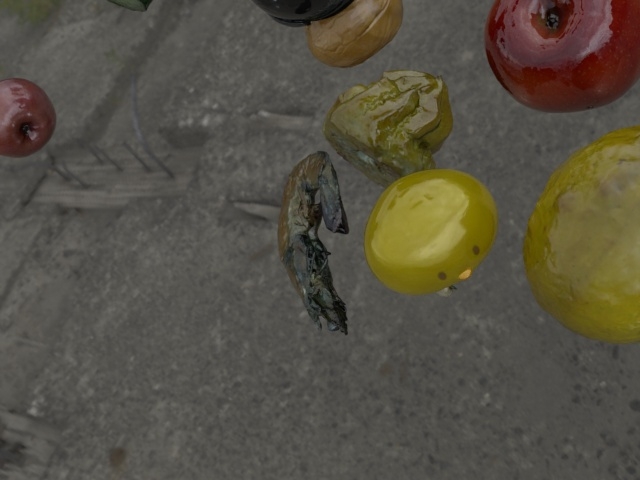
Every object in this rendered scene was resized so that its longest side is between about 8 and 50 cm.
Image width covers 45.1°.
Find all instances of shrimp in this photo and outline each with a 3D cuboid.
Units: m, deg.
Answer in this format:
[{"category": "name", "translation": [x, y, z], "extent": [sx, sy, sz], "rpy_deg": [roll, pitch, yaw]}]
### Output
[{"category": "shrimp", "translation": [0.000, 0.000, 1.533], "extent": [0.445, 0.085, 0.272], "rpy_deg": [-108, 33, -45]}]

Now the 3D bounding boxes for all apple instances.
[{"category": "apple", "translation": [0.392, -0.327, 1.226], "extent": [0.260, 0.216, 0.260], "rpy_deg": [-4, 83, 31]}, {"category": "apple", "translation": [-0.573, -0.228, 1.451], "extent": [0.153, 0.153, 0.120], "rpy_deg": [-46, 58, -5]}]

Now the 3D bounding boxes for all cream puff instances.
[{"category": "cream puff", "translation": [0.182, -0.276, 1.844], "extent": [0.291, 0.324, 0.257], "rpy_deg": [38, 85, 25]}]

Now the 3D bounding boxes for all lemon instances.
[{"category": "lemon", "translation": [0.426, -0.004, 1.072], "extent": [0.285, 0.285, 0.316], "rpy_deg": [-60, 4, -22]}]

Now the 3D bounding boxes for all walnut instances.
[{"category": "walnut", "translation": [0.058, -0.412, 1.429], "extent": [0.197, 0.165, 0.165], "rpy_deg": [-28, 36, 50]}]

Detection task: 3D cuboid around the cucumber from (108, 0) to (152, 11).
[{"category": "cucumber", "translation": [-0.330, -0.442, 1.183], "extent": [0.130, 0.191, 0.191], "rpy_deg": [-54, 39, 3]}]

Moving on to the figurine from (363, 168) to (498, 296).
[{"category": "figurine", "translation": [0.176, 0.008, 1.248], "extent": [0.215, 0.344, 0.187], "rpy_deg": [-42, 75, -6]}]

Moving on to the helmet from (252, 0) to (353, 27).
[{"category": "helmet", "translation": [-0.056, -0.477, 1.284], "extent": [0.279, 0.230, 0.160], "rpy_deg": [-25, 1, 39]}]
